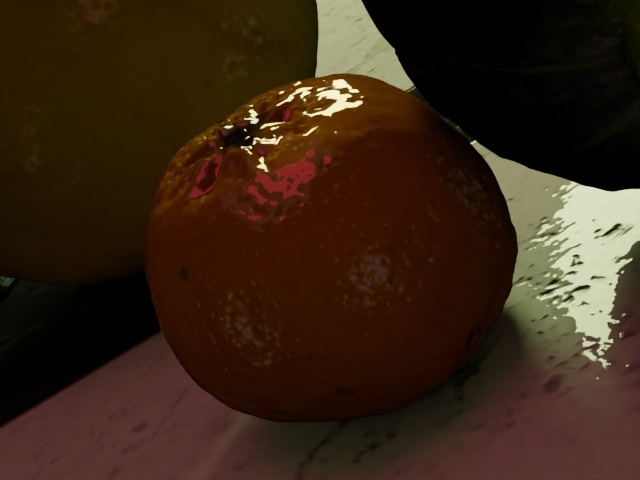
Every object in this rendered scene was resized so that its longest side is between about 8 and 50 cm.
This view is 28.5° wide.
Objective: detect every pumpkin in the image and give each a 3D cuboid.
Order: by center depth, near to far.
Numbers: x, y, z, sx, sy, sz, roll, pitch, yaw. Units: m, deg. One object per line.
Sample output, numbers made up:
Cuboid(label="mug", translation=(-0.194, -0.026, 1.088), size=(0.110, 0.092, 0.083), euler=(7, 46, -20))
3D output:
Cuboid(label="pumpkin", translation=(0.164, -0.177, 0.598), size=(0.296, 0.296, 0.296), euler=(-27, 24, 13))

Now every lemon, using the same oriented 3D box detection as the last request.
Cuboid(label="lemon", translation=(-0.166, -0.135, 0.900), size=(0.348, 0.348, 0.348), euler=(-27, 24, 13))

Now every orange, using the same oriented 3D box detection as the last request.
Cuboid(label="orange", translation=(0.000, 0.000, 0.637), size=(0.193, 0.161, 0.193), euler=(-23, 22, 10))

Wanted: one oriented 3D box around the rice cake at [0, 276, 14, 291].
Cuboid(label="rice cake", translation=(-0.253, -0.033, 1.154), size=(0.045, 0.042, 0.245), euler=(-19, 27, 33))
